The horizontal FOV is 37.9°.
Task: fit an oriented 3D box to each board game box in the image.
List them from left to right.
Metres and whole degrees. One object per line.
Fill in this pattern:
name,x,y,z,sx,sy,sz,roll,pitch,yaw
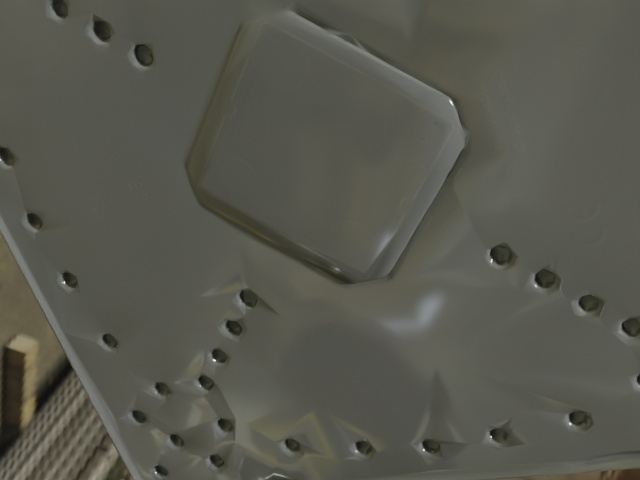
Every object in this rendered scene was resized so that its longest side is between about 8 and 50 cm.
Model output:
board game box,0.006,-0.049,0.449,0.389,0.390,0.050,69,26,-21
